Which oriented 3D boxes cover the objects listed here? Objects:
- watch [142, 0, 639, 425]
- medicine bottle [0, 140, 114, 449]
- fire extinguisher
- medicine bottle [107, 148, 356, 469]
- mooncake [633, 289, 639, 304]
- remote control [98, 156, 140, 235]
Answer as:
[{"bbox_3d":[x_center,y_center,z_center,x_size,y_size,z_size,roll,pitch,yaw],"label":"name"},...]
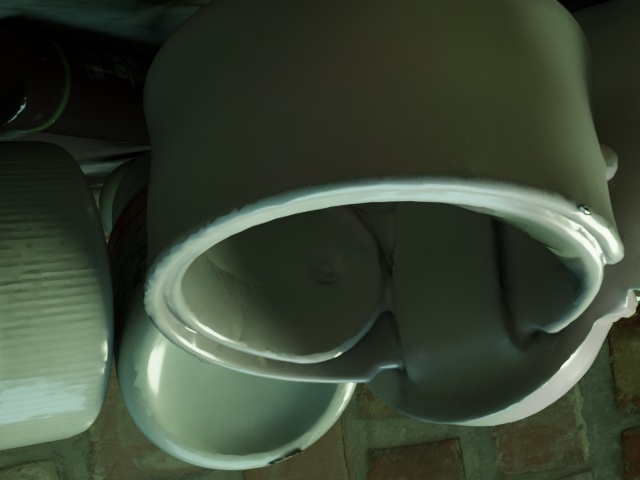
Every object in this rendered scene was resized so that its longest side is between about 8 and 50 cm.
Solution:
[{"bbox_3d":[0.048,-0.040,0.478,0.244,0.196,0.231,-24,145,33],"label":"watch"},{"bbox_3d":[-0.297,0.040,0.560,0.339,0.208,0.208,-6,177,-31],"label":"medicine bottle"},{"bbox_3d":[-0.100,-0.068,0.509,0.064,0.043,0.158,22,-170,25],"label":"fire extinguisher"},{"bbox_3d":[-0.067,0.026,0.701,0.144,0.145,0.252,-6,-156,-8],"label":"medicine bottle"},{"bbox_3d":[0.178,-0.028,0.806,0.290,0.161,0.290,-8,178,0],"label":"mooncake"},{"bbox_3d":[-0.067,-0.019,0.853,0.221,0.078,0.042,7,-170,4],"label":"remote control"}]
